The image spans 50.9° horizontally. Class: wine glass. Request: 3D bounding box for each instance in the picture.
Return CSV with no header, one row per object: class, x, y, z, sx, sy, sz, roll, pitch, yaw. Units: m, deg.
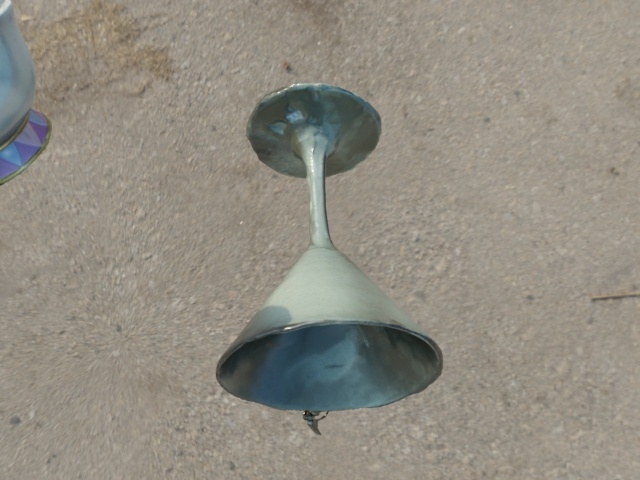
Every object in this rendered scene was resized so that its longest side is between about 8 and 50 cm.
wine glass,0.000,0.000,0.902,0.267,0.267,0.405,8,52,-15

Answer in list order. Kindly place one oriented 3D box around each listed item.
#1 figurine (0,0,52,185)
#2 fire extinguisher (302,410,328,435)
figurine,-0.319,-0.157,0.492,0.190,0.263,0.142,-18,48,7
fire extinguisher,0.004,0.191,0.973,0.050,0.062,0.177,6,78,29
